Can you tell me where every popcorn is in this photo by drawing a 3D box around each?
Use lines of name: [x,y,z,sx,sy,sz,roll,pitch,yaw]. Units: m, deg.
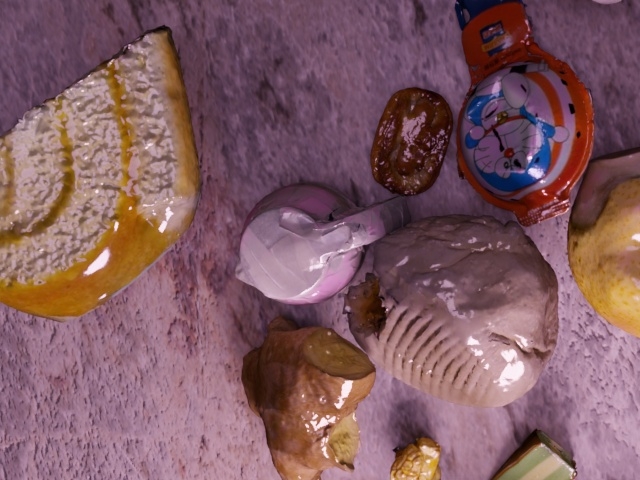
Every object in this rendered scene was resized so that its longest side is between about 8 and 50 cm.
popcorn: [0.126,0.305,1.589,0.084,0.084,0.084,1,97,8]

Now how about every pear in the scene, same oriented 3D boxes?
pear: [0.432,0.002,1.418,0.271,0.271,0.271,1,97,8]

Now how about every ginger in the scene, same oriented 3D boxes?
ginger: [-0.028,0.236,1.565,0.219,0.123,0.270,34,120,33]

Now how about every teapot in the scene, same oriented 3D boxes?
teapot: [-0.003,0.014,1.506,0.221,0.178,0.163,8,100,12]

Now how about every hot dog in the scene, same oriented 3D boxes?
hot dog: [0.120,-0.131,1.537,0.099,0.065,0.147,19,97,-2]

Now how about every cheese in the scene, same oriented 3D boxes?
cheese: [0.246,-0.182,1.471,0.217,0.129,0.329,-20,78,42]

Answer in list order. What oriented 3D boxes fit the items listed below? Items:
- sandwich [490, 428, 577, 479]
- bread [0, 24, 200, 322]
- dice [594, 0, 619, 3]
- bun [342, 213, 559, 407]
sandwich: [0.284,0.325,1.562,0.074,0.074,0.116,40,100,2]
bread: [-0.292,-0.073,1.519,0.395,0.239,0.264,-32,96,9]
dice: [0.350,-0.414,1.385,0.193,0.194,0.192,41,119,-5]
bun: [0.185,0.074,1.470,0.281,0.281,0.205,37,66,2]
